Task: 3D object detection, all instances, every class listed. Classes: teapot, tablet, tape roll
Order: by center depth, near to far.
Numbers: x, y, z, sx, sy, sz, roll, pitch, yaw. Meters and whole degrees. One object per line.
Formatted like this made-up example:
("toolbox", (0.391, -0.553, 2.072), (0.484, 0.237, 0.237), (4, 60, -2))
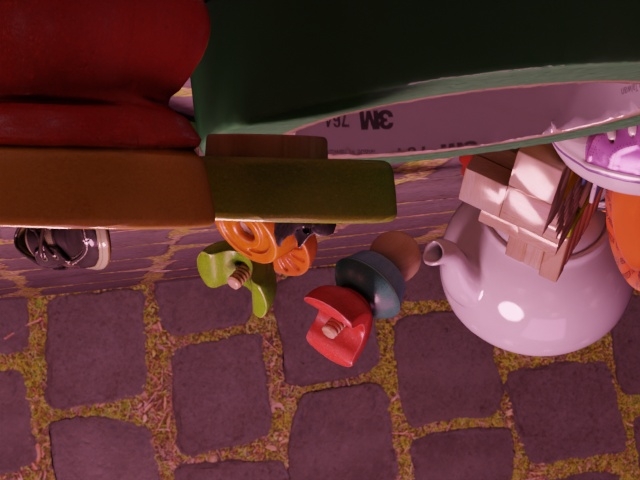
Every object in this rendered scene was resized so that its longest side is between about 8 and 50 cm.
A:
("tape roll", (0.084, -0.105, 0.917), (0.321, 0.077, 0.321), (-7, 176, 0))
("tablet", (0.283, -0.080, 1.521), (0.006, 0.083, 0.054), (27, 160, 14))
("teapot", (0.266, -0.002, 1.849), (0.252, 0.256, 0.187), (13, 140, 9))

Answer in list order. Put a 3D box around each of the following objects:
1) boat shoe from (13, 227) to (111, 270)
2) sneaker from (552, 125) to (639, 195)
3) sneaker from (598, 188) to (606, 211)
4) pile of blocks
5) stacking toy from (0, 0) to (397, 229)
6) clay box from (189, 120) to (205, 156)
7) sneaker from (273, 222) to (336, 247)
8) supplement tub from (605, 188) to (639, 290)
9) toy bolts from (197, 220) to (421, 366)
("boat shoe", (-0.280, -0.002, 1.681), (0.073, 0.080, 0.223), (-11, -178, -21))
("sneaker", (0.290, -0.110, 1.200), (0.282, 0.102, 0.161), (8, 152, 35))
("sneaker", (0.321, -0.070, 1.728), (0.215, 0.084, 0.083), (-6, 171, -3))
("pile of blocks", (0.200, -0.070, 1.490), (0.112, 0.149, 0.362), (26, 176, 14))
("stacking toy", (-0.120, -0.077, 0.761), (0.309, 0.130, 0.279), (4, -176, 41))
("clay box", (-0.158, -0.063, 1.231), (0.127, 0.053, 0.222), (-8, 174, 16))
("sneaker", (0.008, -0.046, 1.479), (0.051, 0.089, 0.170), (-4, 175, -35))
("supplement tub", (0.465, -0.039, 1.597), (0.316, 0.194, 0.193), (-6, 176, -12))
("toy bolts", (0.000, 0.000, 1.737), (0.158, 0.228, 0.218), (-47, 159, -30))
